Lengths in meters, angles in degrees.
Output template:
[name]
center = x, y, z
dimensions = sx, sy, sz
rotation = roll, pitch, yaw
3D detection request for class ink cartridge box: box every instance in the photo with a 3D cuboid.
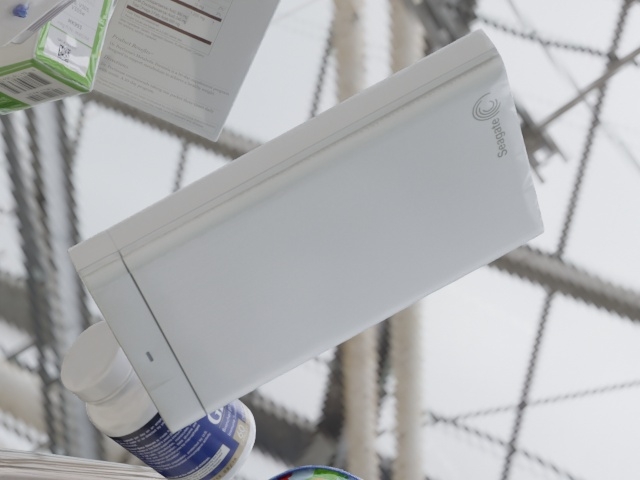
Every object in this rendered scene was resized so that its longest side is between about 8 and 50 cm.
[ink cartridge box]
center = -0.204, -0.206, 1.482
dimensions = 0.109, 0.209, 0.062
rotation = -9, -27, 43

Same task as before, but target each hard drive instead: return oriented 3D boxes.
[hard drive]
center = 0.000, 0.000, 1.557
dimensions = 0.047, 0.353, 0.233
rotation = 57, -7, 37

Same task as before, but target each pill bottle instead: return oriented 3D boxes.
[pill bottle]
center = -0.141, 0.141, 1.707
dimensions = 0.094, 0.094, 0.169
rotation = 1, -31, 46

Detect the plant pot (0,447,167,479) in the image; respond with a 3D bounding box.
[plant pot]
center = -0.272, 0.343, 1.980
dimensions = 0.323, 0.280, 0.323
rotation = 175, -90, -78

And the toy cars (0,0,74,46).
[toy cars]
center = -0.185, -0.225, 1.212
dimensions = 0.087, 0.176, 0.393
rotation = 58, -27, 22

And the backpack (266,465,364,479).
[backpack]
center = 0.027, 0.335, 1.525
dimensions = 0.273, 0.290, 0.355
rotation = 56, -7, -16

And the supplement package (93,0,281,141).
[supplement package]
center = -0.100, -0.240, 1.784
dimensions = 0.134, 0.139, 0.244
rotation = 23, -63, -7
